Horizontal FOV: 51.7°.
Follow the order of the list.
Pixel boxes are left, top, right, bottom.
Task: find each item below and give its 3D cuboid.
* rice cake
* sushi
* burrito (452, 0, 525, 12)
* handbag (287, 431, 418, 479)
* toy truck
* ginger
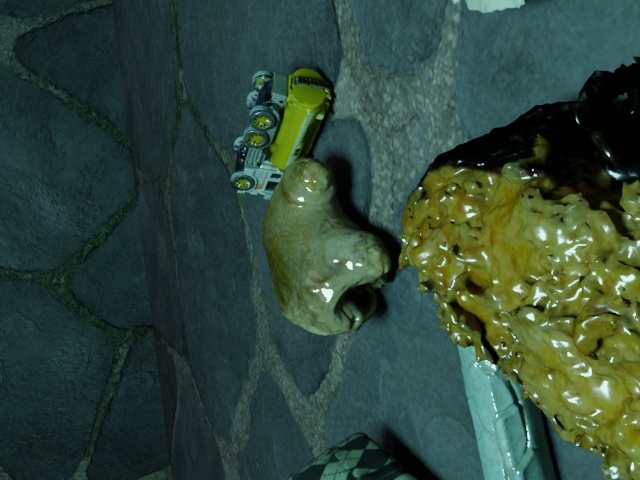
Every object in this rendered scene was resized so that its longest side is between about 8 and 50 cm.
[{"bbox_3d":[0.193,0.186,0.670,0.063,0.066,0.336,-22,80,55],"label":"rice cake"},{"bbox_3d":[0.196,-0.001,0.450,0.348,0.208,0.234,36,136,58],"label":"sushi"},{"bbox_3d":[0.152,-0.393,0.543,0.117,0.076,0.391,33,128,58],"label":"burrito"},{"bbox_3d":[0.131,0.482,0.798,0.416,0.180,0.316,29,133,52],"label":"handbag"},{"bbox_3d":[-0.065,-0.161,1.018,0.226,0.114,0.097,118,157,-51],"label":"toy truck"},{"bbox_3d":[0.000,0.000,0.929,0.276,0.130,0.221,26,112,52],"label":"ginger"}]
